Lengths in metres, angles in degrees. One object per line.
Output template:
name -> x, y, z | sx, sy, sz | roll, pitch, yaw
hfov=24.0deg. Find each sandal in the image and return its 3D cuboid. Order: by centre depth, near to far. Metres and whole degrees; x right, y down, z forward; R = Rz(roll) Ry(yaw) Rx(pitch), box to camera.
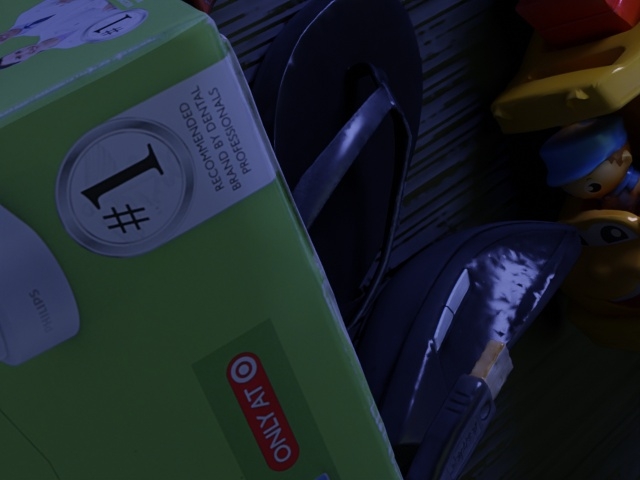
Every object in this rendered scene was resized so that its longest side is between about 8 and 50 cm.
sandal -> 0.000, 0.001, 0.650 | 0.097, 0.054, 0.254 | 41, 58, -41

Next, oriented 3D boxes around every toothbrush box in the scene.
toothbrush box -> -0.132, 0.078, 0.397 | 0.283, 0.122, 0.206 | -31, 120, -14

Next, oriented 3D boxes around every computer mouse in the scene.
computer mouse -> 0.039, 0.055, 0.637 | 0.060, 0.184, 0.262 | 41, 61, 1

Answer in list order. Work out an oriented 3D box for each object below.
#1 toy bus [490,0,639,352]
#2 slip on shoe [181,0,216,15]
toy bus -> 0.164, -0.079, 0.774 | 0.211, 0.149, 0.220 | 36, 68, -26
slip on shoe -> -0.074, -0.110, 0.546 | 0.123, 0.101, 0.331 | 47, 59, -35
